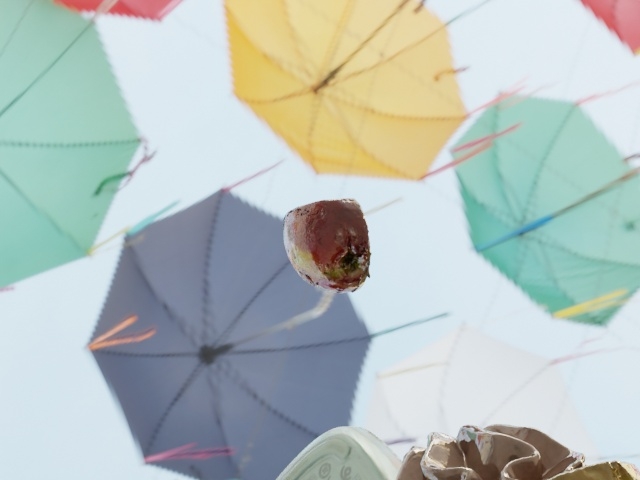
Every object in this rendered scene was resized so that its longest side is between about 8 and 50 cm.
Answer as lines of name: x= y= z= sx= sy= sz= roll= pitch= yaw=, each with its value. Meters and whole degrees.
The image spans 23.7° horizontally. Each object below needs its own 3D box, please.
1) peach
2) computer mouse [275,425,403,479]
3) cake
peach: x=0.000 y=0.000 z=1.085 sx=0.050 sy=0.083 sz=0.077 roll=-5 pitch=-61 yaw=-17
computer mouse: x=0.045 y=0.261 z=1.087 sx=0.097 sy=0.288 sz=0.159 roll=30 pitch=-76 yaw=-34
cake: x=0.098 y=0.192 z=0.880 sx=0.207 sy=0.185 sz=0.178 roll=-43 pitch=-117 yaw=-4
